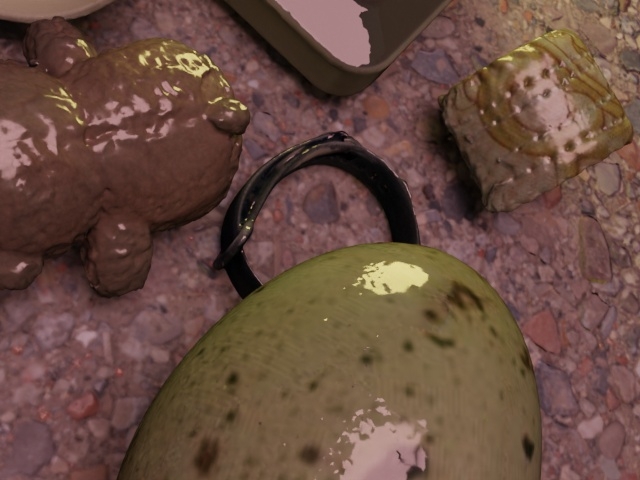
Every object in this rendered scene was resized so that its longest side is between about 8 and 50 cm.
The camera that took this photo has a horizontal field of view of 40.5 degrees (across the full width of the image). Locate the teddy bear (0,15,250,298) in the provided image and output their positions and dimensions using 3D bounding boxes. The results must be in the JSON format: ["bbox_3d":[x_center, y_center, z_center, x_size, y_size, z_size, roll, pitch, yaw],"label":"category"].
[{"bbox_3d":[-0.191,-0.069,0.699,0.267,0.151,0.236,-21,91,-25],"label":"teddy bear"}]

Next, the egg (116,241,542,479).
[{"bbox_3d":[0.007,0.178,0.626,0.287,0.287,0.379,34,69,-11],"label":"egg"}]

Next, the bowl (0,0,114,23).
[{"bbox_3d":[-0.235,-0.332,0.732,0.277,0.277,0.145,34,21,-11],"label":"bowl"}]

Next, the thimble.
[{"bbox_3d":[0.220,-0.123,0.914,0.190,0.137,0.144,-29,89,-14],"label":"thimble"}]

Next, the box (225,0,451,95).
[{"bbox_3d":[0.013,-0.383,0.905,0.367,0.090,0.373,43,66,-3],"label":"box"}]

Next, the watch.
[{"bbox_3d":[0.000,0.000,0.813,0.206,0.068,0.193,-20,79,-32],"label":"watch"}]
